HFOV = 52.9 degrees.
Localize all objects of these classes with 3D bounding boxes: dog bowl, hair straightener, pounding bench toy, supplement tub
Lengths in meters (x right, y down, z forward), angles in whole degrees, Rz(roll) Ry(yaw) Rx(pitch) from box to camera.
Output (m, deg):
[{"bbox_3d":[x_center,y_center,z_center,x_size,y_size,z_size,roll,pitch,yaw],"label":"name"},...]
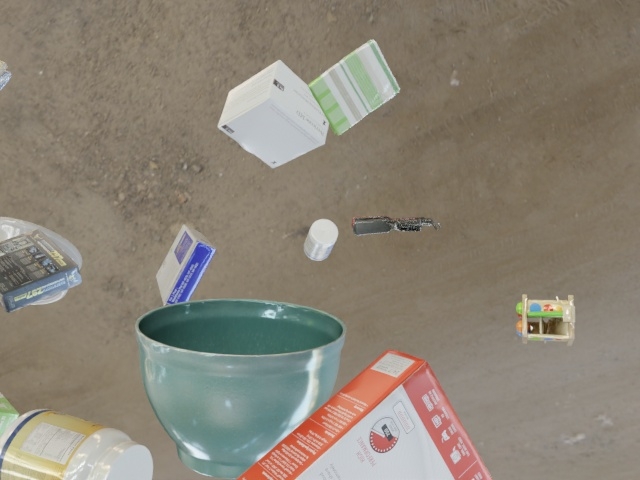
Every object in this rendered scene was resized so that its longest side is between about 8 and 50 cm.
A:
[{"bbox_3d":[-0.859,0.070,1.807,0.349,0.102,0.348,2,147,2],"label":"dog bowl"},{"bbox_3d":[0.196,-0.031,1.651,0.231,0.089,0.047,2,107,1],"label":"hair straightener"},{"bbox_3d":[0.267,0.092,0.768,0.065,0.052,0.083,0,161,18],"label":"pounding bench toy"},{"bbox_3d":[0.000,0.000,1.592,0.071,0.071,0.107,14,154,-5],"label":"supplement tub"},{"bbox_3d":[-0.584,0.542,1.526,0.316,0.228,0.228,8,134,22],"label":"supplement tub"}]

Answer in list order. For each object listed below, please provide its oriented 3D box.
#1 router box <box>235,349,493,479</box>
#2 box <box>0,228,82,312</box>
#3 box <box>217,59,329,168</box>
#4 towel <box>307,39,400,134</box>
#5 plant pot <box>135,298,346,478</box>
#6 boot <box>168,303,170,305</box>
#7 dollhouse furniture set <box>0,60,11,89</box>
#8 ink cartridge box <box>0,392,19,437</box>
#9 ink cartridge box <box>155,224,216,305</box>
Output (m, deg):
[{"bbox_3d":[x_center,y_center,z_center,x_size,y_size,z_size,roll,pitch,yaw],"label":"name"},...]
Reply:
[{"bbox_3d":[0.069,0.352,0.746,0.335,0.301,0.082,60,157,-16],"label":"router box"},{"bbox_3d":[-0.717,0.067,1.559,0.233,0.183,0.059,30,133,37],"label":"box"},{"bbox_3d":[-0.102,-0.281,1.466,0.182,0.119,0.181,-19,139,40],"label":"box"},{"bbox_3d":[0.061,-0.280,1.177,0.152,0.023,0.113,-37,113,-9],"label":"towel"},{"bbox_3d":[-0.115,0.211,0.920,0.293,0.293,0.196,4,97,3],"label":"plant pot"},{"bbox_3d":[-0.190,0.177,1.172,0.209,0.189,0.076,27,135,0],"label":"boot"},{"bbox_3d":[-0.559,-0.155,0.985,0.286,0.303,0.198,24,157,9],"label":"dollhouse furniture set"},{"bbox_3d":[-0.998,0.431,1.655,0.207,0.119,0.353,20,174,41],"label":"ink cartridge box"},{"bbox_3d":[-0.331,0.063,1.573,0.065,0.333,0.165,29,90,-18],"label":"ink cartridge box"}]
